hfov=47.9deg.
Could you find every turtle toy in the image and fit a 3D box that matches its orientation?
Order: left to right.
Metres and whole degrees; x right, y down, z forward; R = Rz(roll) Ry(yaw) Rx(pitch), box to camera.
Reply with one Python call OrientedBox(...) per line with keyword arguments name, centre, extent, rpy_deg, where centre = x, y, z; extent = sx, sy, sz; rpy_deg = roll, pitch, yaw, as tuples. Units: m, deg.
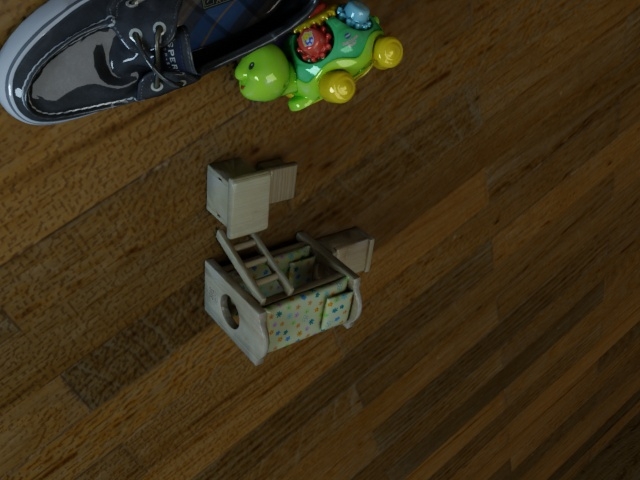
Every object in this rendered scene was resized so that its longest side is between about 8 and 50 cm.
OrientedBox(name="turtle toy", centre=(-0.005, -0.143, 0.558), extent=(0.130, 0.095, 0.066), rpy_deg=(-38, 117, -16))

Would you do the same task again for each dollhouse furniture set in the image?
OrientedBox(name="dollhouse furniture set", centre=(0.000, 0.000, 0.651), extent=(0.182, 0.101, 0.161), rpy_deg=(-18, 130, -33))

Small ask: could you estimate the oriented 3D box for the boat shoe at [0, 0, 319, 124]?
OrientedBox(name="boat shoe", centre=(-0.098, -0.134, 0.480), extent=(0.228, 0.076, 0.080), rpy_deg=(-29, 135, -24))
